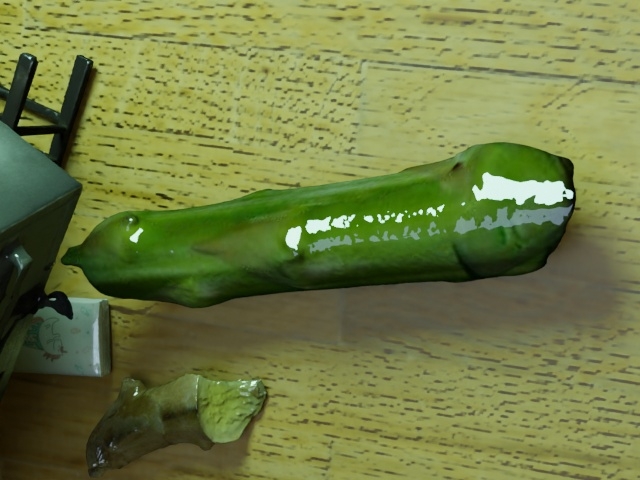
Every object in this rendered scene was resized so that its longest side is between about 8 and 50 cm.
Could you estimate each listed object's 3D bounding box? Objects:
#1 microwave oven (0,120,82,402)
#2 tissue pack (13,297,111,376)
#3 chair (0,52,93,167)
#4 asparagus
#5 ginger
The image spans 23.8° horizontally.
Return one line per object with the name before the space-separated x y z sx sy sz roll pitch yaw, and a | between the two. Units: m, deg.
microwave oven | -0.383 0.078 0.958 0.374 0.236 0.432 36 128 12
tissue pack | -0.199 0.066 1.069 0.108 0.023 0.056 0 97 19
chair | -0.242 -0.041 1.041 0.101 0.084 0.212 24 104 20
asparagus | 0.000 -0.002 0.957 0.343 0.085 0.082 -9 90 22
ginger | -0.104 0.120 1.033 0.137 0.044 0.057 -18 109 23
